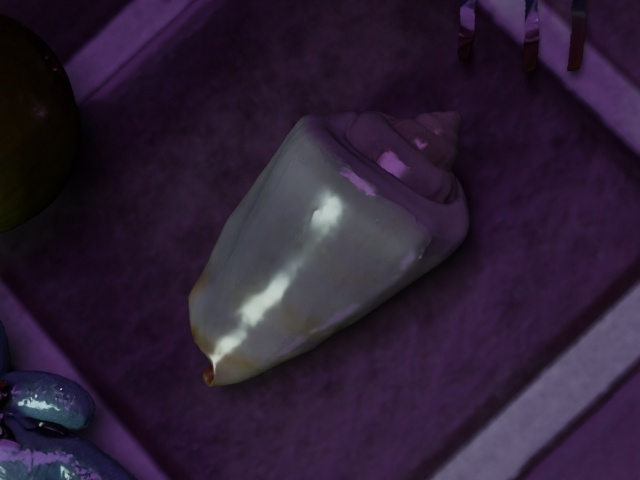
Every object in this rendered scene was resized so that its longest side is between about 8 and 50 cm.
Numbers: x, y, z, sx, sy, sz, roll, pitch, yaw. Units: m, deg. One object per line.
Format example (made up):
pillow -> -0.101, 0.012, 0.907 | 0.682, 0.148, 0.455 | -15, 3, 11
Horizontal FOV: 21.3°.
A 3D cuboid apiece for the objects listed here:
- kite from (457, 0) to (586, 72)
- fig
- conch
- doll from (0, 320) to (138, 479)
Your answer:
kite -> 0.106, -0.191, 0.906 | 0.127, 0.016, 0.229 | 2, 71, 17
fig -> -0.230, -0.027, 0.892 | 0.236, 0.124, 0.124 | -36, 69, 16
conch -> 0.004, -0.002, 0.851 | 0.104, 0.094, 0.176 | 43, 114, 7
doll -> -0.169, 0.099, 0.848 | 0.179, 0.075, 0.120 | 39, 95, 21
